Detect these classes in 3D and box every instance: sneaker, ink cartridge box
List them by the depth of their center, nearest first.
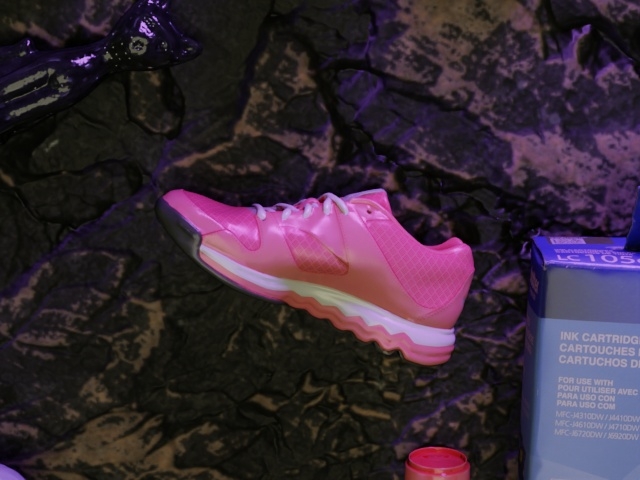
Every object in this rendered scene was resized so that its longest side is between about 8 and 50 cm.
[{"bbox_3d":[0.319,0.142,1.745,0.270,0.151,0.395,2,99,2],"label":"ink cartridge box"},{"bbox_3d":[0.000,0.000,1.779,0.314,0.116,0.136,23,96,-14],"label":"sneaker"}]

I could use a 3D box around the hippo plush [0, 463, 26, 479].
[{"bbox_3d":[-0.393,0.307,1.800,0.236,0.234,0.294,16,107,-4],"label":"hippo plush"}]

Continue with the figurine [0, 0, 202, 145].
[{"bbox_3d":[-0.238,-0.221,1.716,0.209,0.092,0.215,-22,105,-1],"label":"figurine"}]

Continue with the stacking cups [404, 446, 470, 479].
[{"bbox_3d":[0.112,0.363,1.884,0.096,0.096,0.316,1,108,0],"label":"stacking cups"}]
